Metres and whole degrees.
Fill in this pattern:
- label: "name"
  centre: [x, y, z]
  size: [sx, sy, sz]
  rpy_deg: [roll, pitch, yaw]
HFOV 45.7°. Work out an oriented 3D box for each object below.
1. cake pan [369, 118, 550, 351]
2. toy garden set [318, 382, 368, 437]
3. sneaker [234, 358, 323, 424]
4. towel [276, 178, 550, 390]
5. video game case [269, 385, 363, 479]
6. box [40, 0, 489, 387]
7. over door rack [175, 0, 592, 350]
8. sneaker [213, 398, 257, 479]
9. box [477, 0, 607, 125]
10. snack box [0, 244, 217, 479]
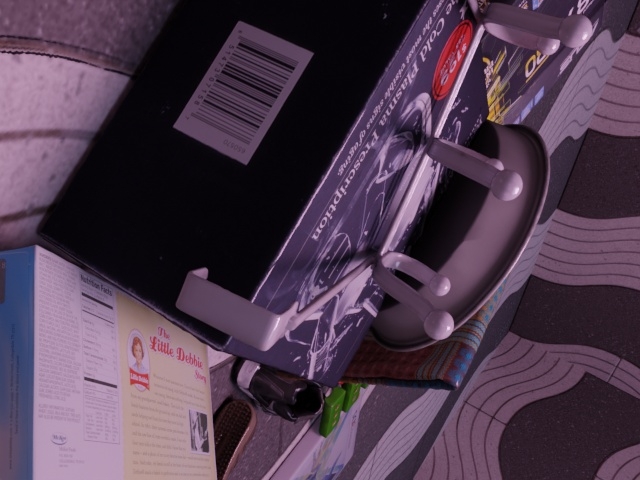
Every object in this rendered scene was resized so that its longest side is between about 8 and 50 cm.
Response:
- label: "cake pan"
  centre: [0.126, -0.018, 0.846]
  size: [0.293, 0.054, 0.293]
  rpy_deg: [-47, -158, 26]
- label: "toy garden set"
  centre: [0.070, 0.213, 1.397]
  size: [0.244, 0.049, 0.204]
  rpy_deg: [-44, 154, -38]
- label: "sneaker"
  centre: [-0.041, 0.217, 1.057]
  size: [0.078, 0.106, 0.234]
  rpy_deg: [-56, 158, -14]
- label: "towel"
  centre: [0.123, 0.035, 0.976]
  size: [0.040, 0.271, 0.370]
  rpy_deg: [58, 47, -27]
- label: "video game case"
  centre: [-0.022, 0.465, 1.501]
  size: [0.329, 0.036, 0.300]
  rpy_deg: [-46, 153, -36]
- label: "box"
  centre: [-0.010, -0.070, 0.679]
  size: [0.343, 0.179, 0.312]
  rpy_deg: [-60, 160, -5]
- label: "over door rack"
  centre: [0.072, -0.054, 0.493]
  size: [0.324, 0.108, 0.239]
  rpy_deg: [-5, 119, -64]
- label: "sneaker"
  centre: [-0.138, 0.298, 0.985]
  size: [0.188, 0.066, 0.071]
  rpy_deg: [-53, 158, -22]
- label: "box"
  centre: [0.262, -0.279, 1.080]
  size: [0.395, 0.097, 0.318]
  rpy_deg: [-49, 157, -7]
- label: "snack box"
  centre: [-0.161, 0.140, 0.599]
  size: [0.322, 0.060, 0.187]
  rpy_deg: [56, 25, -68]
